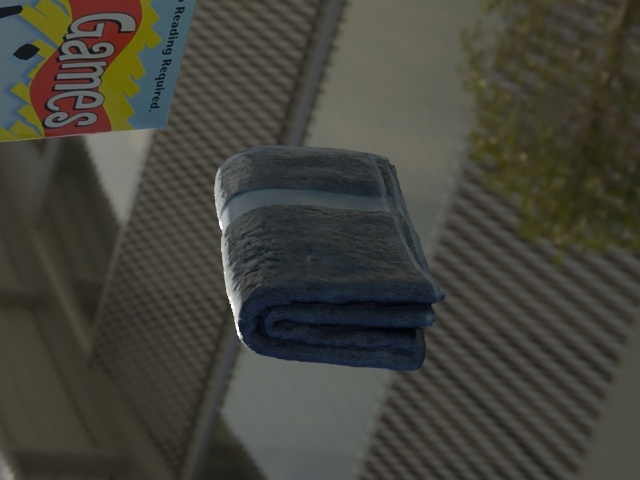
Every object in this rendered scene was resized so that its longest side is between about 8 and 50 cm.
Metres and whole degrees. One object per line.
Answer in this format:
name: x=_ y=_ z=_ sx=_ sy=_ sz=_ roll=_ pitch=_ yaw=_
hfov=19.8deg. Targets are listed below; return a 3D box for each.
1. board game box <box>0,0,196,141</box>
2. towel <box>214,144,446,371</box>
board game box: x=-0.179 y=-0.116 z=0.518 sx=0.275 sy=0.144 sz=0.142 roll=-7 pitch=-136 yaw=-29
towel: x=0.000 y=0.000 z=0.609 sx=0.067 sy=0.029 sz=0.119 roll=4 pitch=-153 yaw=-9
